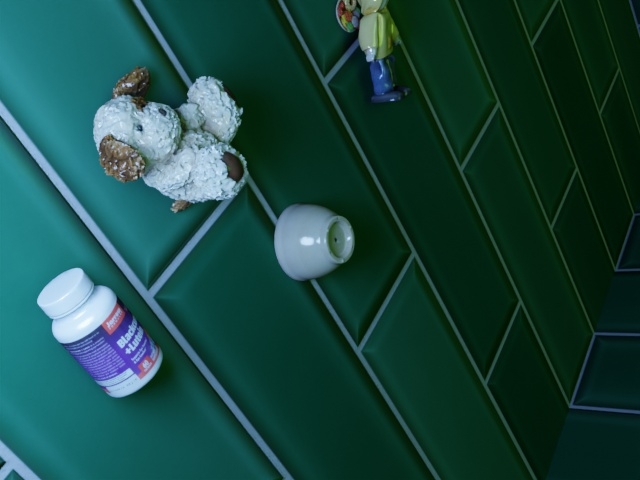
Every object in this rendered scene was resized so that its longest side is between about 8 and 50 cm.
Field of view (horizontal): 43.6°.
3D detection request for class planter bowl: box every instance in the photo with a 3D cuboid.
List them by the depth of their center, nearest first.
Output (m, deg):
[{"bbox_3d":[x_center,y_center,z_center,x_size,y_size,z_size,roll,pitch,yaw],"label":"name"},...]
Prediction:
[{"bbox_3d":[0.000,0.000,1.626,0.162,0.109,0.162,7,81,-50],"label":"planter bowl"}]

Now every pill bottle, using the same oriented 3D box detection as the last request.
[{"bbox_3d":[-0.334,0.137,1.209,0.193,0.108,0.108,58,47,-30],"label":"pill bottle"}]

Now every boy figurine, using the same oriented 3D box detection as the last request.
[{"bbox_3d":[0.144,-0.467,1.837,0.177,0.092,0.285,-34,121,-56],"label":"boy figurine"}]

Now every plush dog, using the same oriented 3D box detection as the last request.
[{"bbox_3d":[-0.262,-0.156,1.302,0.225,0.210,0.262,26,38,-31],"label":"plush dog"}]

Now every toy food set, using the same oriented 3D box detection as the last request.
[{"bbox_3d":[0.065,-0.514,1.815,0.083,0.020,0.083,-53,126,-39],"label":"toy food set"}]
